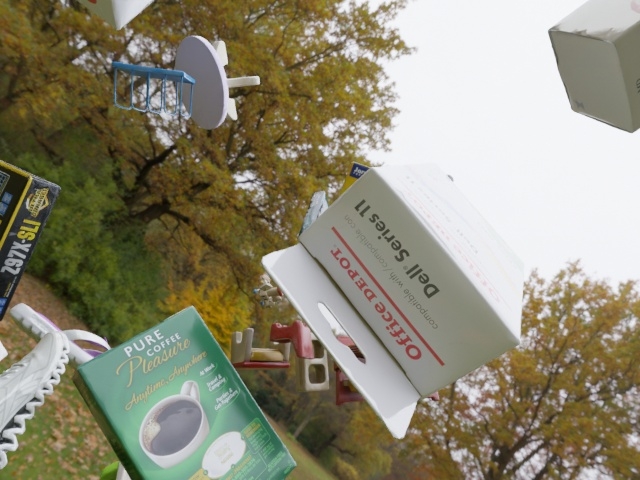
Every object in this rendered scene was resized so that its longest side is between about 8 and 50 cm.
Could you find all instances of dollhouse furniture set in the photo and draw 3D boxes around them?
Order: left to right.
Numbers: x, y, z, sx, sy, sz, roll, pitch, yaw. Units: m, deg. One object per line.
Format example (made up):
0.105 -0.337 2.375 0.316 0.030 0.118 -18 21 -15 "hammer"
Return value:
0.030 0.255 0.812 0.375 0.152 0.201 11 -26 -34 "dollhouse furniture set"

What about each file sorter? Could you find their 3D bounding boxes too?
-0.426 -0.383 1.041 0.171 0.104 0.118 6 12 -6 "file sorter"

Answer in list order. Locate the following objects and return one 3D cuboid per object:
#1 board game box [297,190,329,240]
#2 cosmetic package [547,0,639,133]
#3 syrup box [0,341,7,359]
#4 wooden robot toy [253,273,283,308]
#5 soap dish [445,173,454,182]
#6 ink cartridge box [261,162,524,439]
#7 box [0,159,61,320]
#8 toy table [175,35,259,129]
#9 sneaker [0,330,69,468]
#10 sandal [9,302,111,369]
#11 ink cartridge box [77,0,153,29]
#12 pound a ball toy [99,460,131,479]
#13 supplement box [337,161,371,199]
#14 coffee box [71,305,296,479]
0.000 0.000 0.774 0.026 0.186 0.126 -9 -61 15 "board game box"
0.488 -0.301 0.528 0.153 0.296 0.129 46 15 -32 "cosmetic package"
-0.552 0.160 0.497 0.096 0.237 0.093 -124 -162 -75 "syrup box"
-0.153 0.136 1.193 0.173 0.077 0.078 81 -4 -61 "wooden robot toy"
0.277 -0.043 1.023 0.118 0.229 0.290 -27 -108 45 "soap dish"
0.117 0.024 0.462 0.119 0.353 0.207 -43 -99 28 "ink cartridge box"
-0.739 -0.018 0.882 0.257 0.321 0.079 21 -4 22 "box"
-0.348 -0.520 1.328 0.253 0.161 0.274 16 -59 16 "toy table"
-0.609 0.300 0.788 0.110 0.292 0.118 -18 -49 32 "sneaker"
-0.611 0.284 1.056 0.416 0.102 0.169 39 -37 -6 "sandal"
-0.281 -0.458 0.387 0.279 0.160 0.385 35 -23 -10 "ink cartridge box"
-0.208 0.374 0.483 0.135 0.208 0.318 -125 -162 -61 "pound a ball toy"
0.146 -0.084 1.470 0.196 0.356 0.194 21 10 4 "supplement box"
-0.115 0.162 0.355 0.184 0.113 0.040 54 -46 4 "coffee box"
